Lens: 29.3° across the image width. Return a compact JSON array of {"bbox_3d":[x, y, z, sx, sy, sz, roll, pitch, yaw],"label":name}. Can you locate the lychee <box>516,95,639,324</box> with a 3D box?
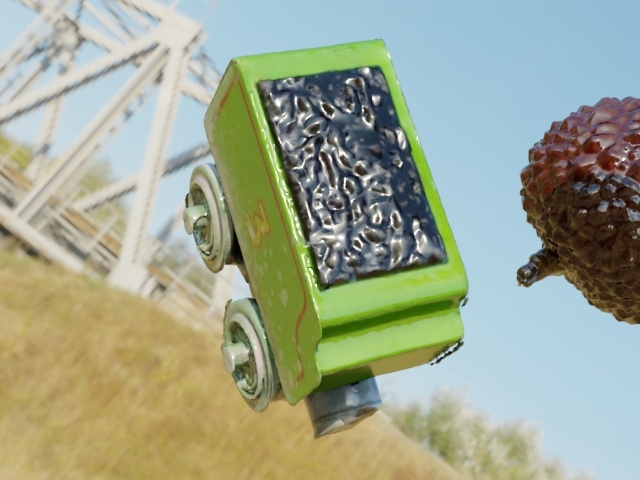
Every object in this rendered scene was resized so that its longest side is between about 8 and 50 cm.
[{"bbox_3d":[0.343,-0.030,1.352,0.264,0.300,0.264,63,-1,1],"label":"lychee"}]

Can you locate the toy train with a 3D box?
[{"bbox_3d":[0.000,0.000,1.028,0.249,0.173,0.307,132,-56,-62],"label":"toy train"}]
